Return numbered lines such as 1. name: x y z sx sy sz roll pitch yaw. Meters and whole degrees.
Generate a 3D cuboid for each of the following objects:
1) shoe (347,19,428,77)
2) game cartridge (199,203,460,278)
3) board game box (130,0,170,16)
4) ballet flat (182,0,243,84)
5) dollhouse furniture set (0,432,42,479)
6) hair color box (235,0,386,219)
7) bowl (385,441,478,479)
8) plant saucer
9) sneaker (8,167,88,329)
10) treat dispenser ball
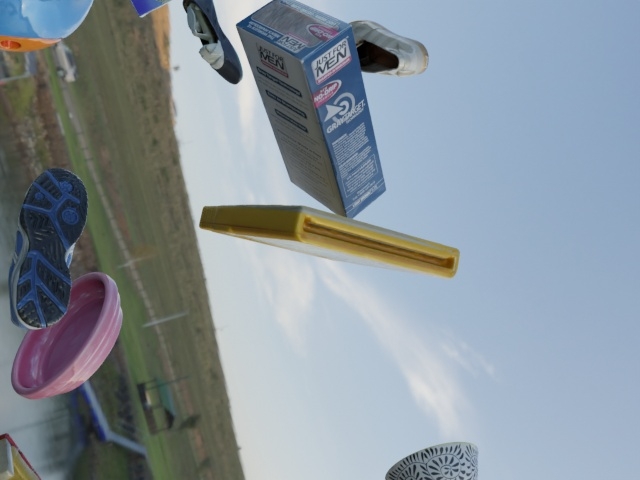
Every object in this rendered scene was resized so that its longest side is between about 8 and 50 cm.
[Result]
1. shoe: 0.086 -0.320 1.143 0.219 0.058 0.077 31 -43 46
2. game cartridge: 0.000 0.000 1.046 0.323 0.285 0.053 2 -100 57
3. board game box: -0.277 -0.556 1.099 0.318 0.213 0.046 63 1 -20
4. ballet flat: -0.226 -0.409 1.392 0.203 0.074 0.074 68 -16 -2
5. dollhouse furniture set: -0.421 0.427 0.927 0.152 0.201 0.374 -128 -163 -61
6. hair color box: -0.005 -0.210 1.139 0.174 0.105 0.347 37 -22 37
7. bowl: 0.200 0.415 1.152 0.170 0.170 0.080 94 -16 -49
8. plant saucer: -0.589 0.232 1.624 0.084 0.332 0.332 45 2 -34
9. sneaker: -0.341 0.008 0.834 0.081 0.080 0.211 -26 -129 46
10. treat dispenser ball: -0.546 -0.481 1.208 0.288 0.288 0.289 165 -90 -74
